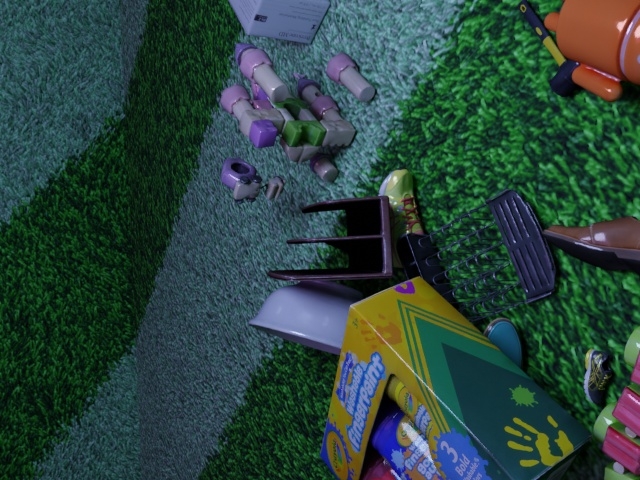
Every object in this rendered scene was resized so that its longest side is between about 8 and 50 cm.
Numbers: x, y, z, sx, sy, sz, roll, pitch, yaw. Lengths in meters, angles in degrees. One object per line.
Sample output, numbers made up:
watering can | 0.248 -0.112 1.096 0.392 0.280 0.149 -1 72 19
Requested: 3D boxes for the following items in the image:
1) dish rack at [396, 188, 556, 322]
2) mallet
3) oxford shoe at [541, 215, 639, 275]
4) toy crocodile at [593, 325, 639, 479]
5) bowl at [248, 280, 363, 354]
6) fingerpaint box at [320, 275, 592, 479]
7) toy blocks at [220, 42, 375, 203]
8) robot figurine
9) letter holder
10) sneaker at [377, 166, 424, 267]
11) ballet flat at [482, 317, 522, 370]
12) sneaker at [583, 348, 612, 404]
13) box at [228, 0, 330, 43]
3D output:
dish rack | 0.268 0.042 1.112 0.271 0.074 0.208 -34 71 49
mallet | 0.355 -0.305 1.011 0.062 0.039 0.189 -61 42 41
oxford shoe | 0.420 -0.002 0.927 0.212 0.076 0.076 17 76 56
toy crocodile | 0.445 0.219 0.859 0.115 0.105 0.340 34 119 49
bowl | 0.007 0.160 1.365 0.298 0.298 0.134 0 70 55
fingerpaint box | 0.183 0.352 1.084 0.371 0.163 0.444 46 142 36
toy blocks | -0.094 -0.292 1.436 0.260 0.289 0.309 53 136 33
robot figurine | 0.408 -0.284 0.851 0.158 0.128 0.219 -42 46 -4
letter holder | 0.000 0.000 1.290 0.302 0.214 0.152 176 90 -80
sneaker | 0.169 -0.040 1.265 0.094 0.081 0.208 19 115 47
ballet flat | 0.302 0.245 1.096 0.073 0.080 0.232 -154 63 -88
sneaker | 0.418 0.205 0.960 0.035 0.031 0.083 -4 90 54
box | -0.105 -0.575 1.511 0.119 0.181 0.182 -57 49 41
